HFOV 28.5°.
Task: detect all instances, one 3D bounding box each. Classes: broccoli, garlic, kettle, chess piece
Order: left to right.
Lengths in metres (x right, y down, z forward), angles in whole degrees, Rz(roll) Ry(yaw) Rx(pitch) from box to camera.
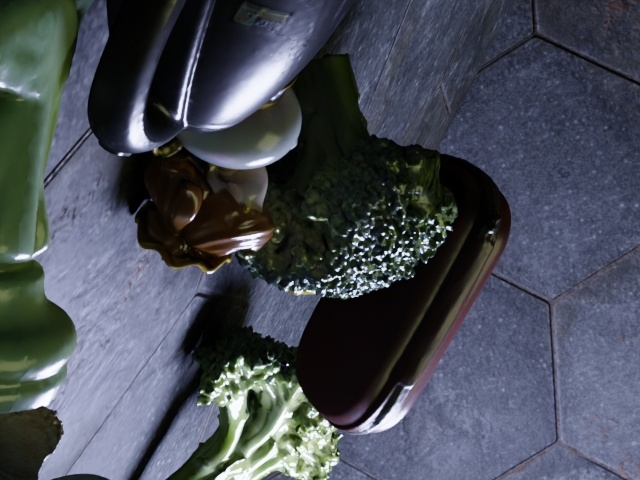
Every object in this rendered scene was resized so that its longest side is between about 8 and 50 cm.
[{"bbox_3d":[-0.314,0.186,1.072,0.194,0.127,0.131,-29,-135,50],"label":"garlic"},{"bbox_3d":[-0.229,-0.046,0.837,0.176,0.175,0.298,-21,125,-74],"label":"chess piece"},{"bbox_3d":[-0.085,-0.198,0.956,0.290,0.207,0.268,-60,175,36],"label":"kettle"},{"bbox_3d":[-0.126,0.332,1.964,0.353,0.275,0.397,18,94,-34],"label":"broccoli"},{"bbox_3d":[-0.002,-0.059,1.546,0.249,0.302,0.375,-35,-172,-16],"label":"broccoli"}]

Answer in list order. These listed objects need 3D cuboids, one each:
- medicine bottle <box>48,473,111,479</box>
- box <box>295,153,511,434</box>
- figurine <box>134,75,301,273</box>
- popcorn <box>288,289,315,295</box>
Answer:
[{"bbox_3d":[-0.309,0.320,0.962,0.375,0.123,0.282,-20,146,-26],"label":"medicine bottle"},{"bbox_3d":[0.108,0.071,1.733,0.404,0.108,0.263,-60,-153,7],"label":"box"},{"bbox_3d":[-0.105,-0.079,1.297,0.189,0.142,0.263,-12,139,-34],"label":"figurine"},{"bbox_3d":[-0.003,-0.003,1.909,0.197,0.156,0.197,-32,167,-8],"label":"popcorn"}]
